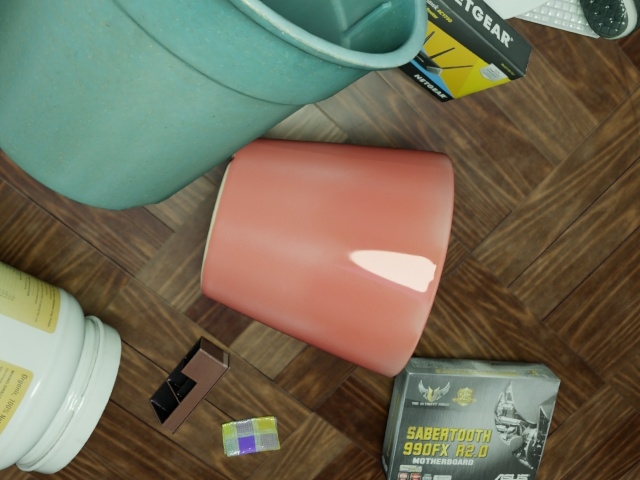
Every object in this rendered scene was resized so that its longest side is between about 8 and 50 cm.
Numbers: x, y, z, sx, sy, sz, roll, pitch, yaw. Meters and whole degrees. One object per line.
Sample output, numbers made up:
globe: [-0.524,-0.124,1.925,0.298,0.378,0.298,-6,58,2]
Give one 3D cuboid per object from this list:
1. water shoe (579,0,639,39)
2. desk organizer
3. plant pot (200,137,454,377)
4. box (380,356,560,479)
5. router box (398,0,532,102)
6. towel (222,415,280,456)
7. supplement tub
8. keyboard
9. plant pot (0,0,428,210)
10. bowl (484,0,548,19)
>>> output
water shoe: [0.347,-0.351,0.813,0.080,0.073,0.203,-25,101,-35]
desk organizer: [-0.185,0.202,0.916,0.050,0.047,0.130,38,99,-15]
plant pot: [0.000,0.000,0.782,0.243,0.275,0.274,14,105,-2]
box: [0.216,0.267,0.961,0.231,0.056,0.182,5,107,-10]
router box: [0.134,-0.238,0.757,0.179,0.133,0.046,29,71,-29]
towel: [-0.103,0.292,0.976,0.083,0.009,0.060,-5,109,-7]
supplement tub: [-0.416,0.126,0.741,0.316,0.228,0.228,33,101,-32]
keyboard: [0.250,-0.321,0.830,0.256,0.014,0.072,10,106,-12]
plant pot: [-0.140,-0.212,0.611,0.341,0.341,0.334,43,131,-18]
bowl: [0.165,-0.396,0.695,0.298,0.134,0.297,14,143,11]
